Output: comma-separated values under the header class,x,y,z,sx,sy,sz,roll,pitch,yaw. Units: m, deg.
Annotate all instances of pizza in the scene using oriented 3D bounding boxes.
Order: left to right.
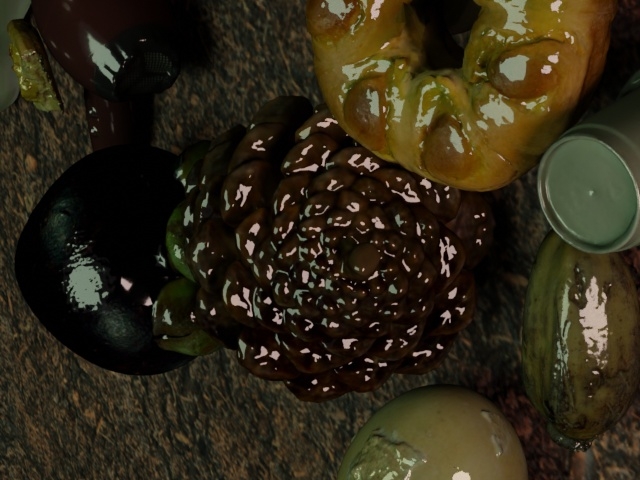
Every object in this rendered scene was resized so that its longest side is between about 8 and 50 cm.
class,x,y,z,sx,sy,sz,roll,pitch,yaw
pizza,-0.283,-0.169,1.422,0.160,0.035,0.099,-128,19,-72

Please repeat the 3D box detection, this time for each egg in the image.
class,x,y,z,sx,sy,sz,roll,pitch,yaw
egg,0.090,0.206,1.188,0.164,0.164,0.201,42,134,31

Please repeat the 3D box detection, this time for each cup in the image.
class,x,y,z,sx,sy,sz,roll,pitch,yaw
cup,0.207,-0.050,0.924,0.120,0.141,0.120,24,123,43

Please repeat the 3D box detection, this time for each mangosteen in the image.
class,x,y,z,sx,sy,sz,roll,pitch,yaw
mangosteen,-0.160,0.015,1.370,0.243,0.243,0.243,27,127,42

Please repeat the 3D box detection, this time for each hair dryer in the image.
class,x,y,z,sx,sy,sz,roll,pitch,yaw
hair dryer,-0.235,-0.172,1.481,0.312,0.123,0.340,52,153,38

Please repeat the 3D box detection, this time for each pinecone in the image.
class,x,y,z,sx,sy,sz,roll,pitch,yaw
pinecone,0.000,0.000,1.158,0.309,0.244,0.244,-142,41,-64

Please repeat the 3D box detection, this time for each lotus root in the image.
class,x,y,z,sx,sy,sz,roll,pitch,yaw
lotus root,0.192,0.070,1.054,0.089,0.080,0.179,32,128,56

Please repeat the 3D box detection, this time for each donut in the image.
class,x,y,z,sx,sy,sz,roll,pitch,yaw
donut,0.093,-0.150,0.969,0.226,0.114,0.227,15,118,31

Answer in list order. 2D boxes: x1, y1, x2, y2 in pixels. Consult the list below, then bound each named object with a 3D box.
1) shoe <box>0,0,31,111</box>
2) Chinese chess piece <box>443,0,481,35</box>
class,x,y,z,sx,sy,sz,roll,pitch,yaw
shoe,-0.386,-0.261,1.606,0.110,0.095,0.265,46,141,28
Chinese chess piece,0.087,-0.211,1.069,0.122,0.051,0.122,26,126,42
